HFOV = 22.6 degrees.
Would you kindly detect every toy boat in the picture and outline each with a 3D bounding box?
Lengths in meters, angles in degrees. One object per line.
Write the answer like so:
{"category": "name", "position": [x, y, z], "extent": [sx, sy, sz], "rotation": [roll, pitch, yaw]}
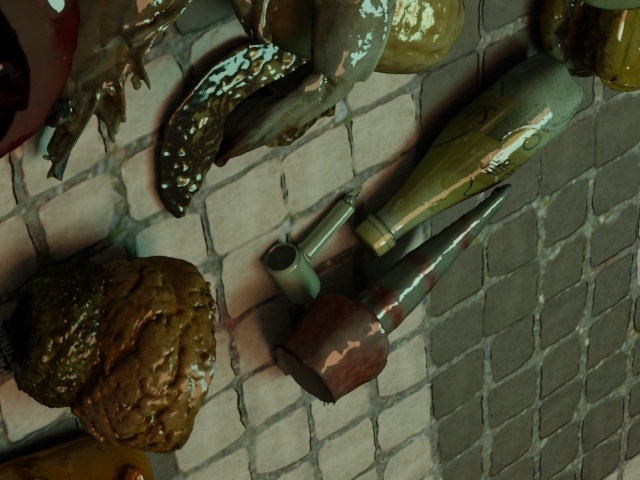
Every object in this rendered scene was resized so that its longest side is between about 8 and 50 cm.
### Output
{"category": "toy boat", "position": [0.081, 0.044, 1.603], "extent": [0.282, 0.096, 0.206], "rotation": [-44, 173, -10]}

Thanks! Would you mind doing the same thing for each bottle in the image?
{"category": "bottle", "position": [0.145, -0.081, 1.599], "extent": [0.269, 0.083, 0.083], "rotation": [-40, 140, -10]}

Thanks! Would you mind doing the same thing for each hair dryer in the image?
{"category": "hair dryer", "position": [0.000, 0.000, 1.566], "extent": [0.124, 0.038, 0.063], "rotation": [-50, 144, -13]}

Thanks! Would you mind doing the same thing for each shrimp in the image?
{"category": "shrimp", "position": [-0.087, -0.163, 1.245], "extent": [0.247, 0.085, 0.360], "rotation": [38, 108, -24]}

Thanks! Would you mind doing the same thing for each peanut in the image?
{"category": "peanut", "position": [0.024, -0.210, 1.346], "extent": [0.224, 0.129, 0.129], "rotation": [10, 112, -42]}

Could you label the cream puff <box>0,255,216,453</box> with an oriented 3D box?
{"category": "cream puff", "position": [-0.194, 0.091, 1.365], "extent": [0.169, 0.183, 0.183], "rotation": [8, 115, -23]}

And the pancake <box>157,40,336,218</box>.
{"category": "pancake", "position": [-0.063, -0.101, 1.432], "extent": [0.190, 0.020, 0.184], "rotation": [-1, 119, -43]}

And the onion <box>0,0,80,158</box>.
{"category": "onion", "position": [-0.290, -0.168, 1.039], "extent": [0.272, 0.195, 0.272], "rotation": [-3, 130, -4]}

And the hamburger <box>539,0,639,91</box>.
{"category": "hamburger", "position": [0.313, -0.240, 1.626], "extent": [0.185, 0.113, 0.177], "rotation": [-52, 136, -11]}

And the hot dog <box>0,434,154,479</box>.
{"category": "hot dog", "position": [-0.289, 0.285, 1.424], "extent": [0.348, 0.117, 0.158], "rotation": [-14, 114, -36]}

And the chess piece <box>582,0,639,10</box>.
{"category": "chess piece", "position": [0.221, -0.365, 1.390], "extent": [0.182, 0.182, 0.330], "rotation": [-49, 136, -2]}
